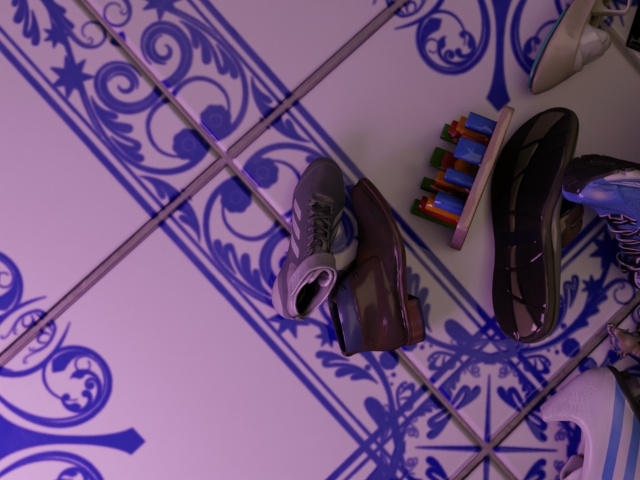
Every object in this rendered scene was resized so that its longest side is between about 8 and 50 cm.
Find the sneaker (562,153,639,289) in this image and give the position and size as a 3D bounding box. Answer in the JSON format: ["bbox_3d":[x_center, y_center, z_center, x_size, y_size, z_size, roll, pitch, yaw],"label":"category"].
[{"bbox_3d":[0.425,-0.009,1.743,0.330,0.130,0.147,21,91,-33],"label":"sneaker"}]

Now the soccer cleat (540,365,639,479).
[{"bbox_3d":[0.393,0.322,1.773,0.143,0.116,0.331,-27,90,4],"label":"soccer cleat"}]

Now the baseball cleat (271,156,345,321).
[{"bbox_3d":[0.000,0.000,1.699,0.072,0.109,0.205,13,89,-24],"label":"baseball cleat"}]

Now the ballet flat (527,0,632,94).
[{"bbox_3d":[0.351,-0.290,1.794,0.086,0.086,0.248,27,83,-9],"label":"ballet flat"}]

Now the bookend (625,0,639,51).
[{"bbox_3d":[0.478,-0.325,1.790,0.072,0.157,0.156,20,83,-9],"label":"bookend"}]

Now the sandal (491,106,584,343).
[{"bbox_3d":[0.282,-0.019,1.770,0.086,0.120,0.302,8,87,-37],"label":"sandal"}]

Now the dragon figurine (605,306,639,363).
[{"bbox_3d":[0.482,0.206,1.774,0.085,0.144,0.289,-40,95,1],"label":"dragon figurine"}]

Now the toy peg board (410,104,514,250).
[{"bbox_3d":[0.170,-0.085,1.721,0.079,0.160,0.161,21,83,6],"label":"toy peg board"}]

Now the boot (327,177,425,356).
[{"bbox_3d":[0.051,0.038,1.722,0.106,0.082,0.219,-18,93,-15],"label":"boot"}]
